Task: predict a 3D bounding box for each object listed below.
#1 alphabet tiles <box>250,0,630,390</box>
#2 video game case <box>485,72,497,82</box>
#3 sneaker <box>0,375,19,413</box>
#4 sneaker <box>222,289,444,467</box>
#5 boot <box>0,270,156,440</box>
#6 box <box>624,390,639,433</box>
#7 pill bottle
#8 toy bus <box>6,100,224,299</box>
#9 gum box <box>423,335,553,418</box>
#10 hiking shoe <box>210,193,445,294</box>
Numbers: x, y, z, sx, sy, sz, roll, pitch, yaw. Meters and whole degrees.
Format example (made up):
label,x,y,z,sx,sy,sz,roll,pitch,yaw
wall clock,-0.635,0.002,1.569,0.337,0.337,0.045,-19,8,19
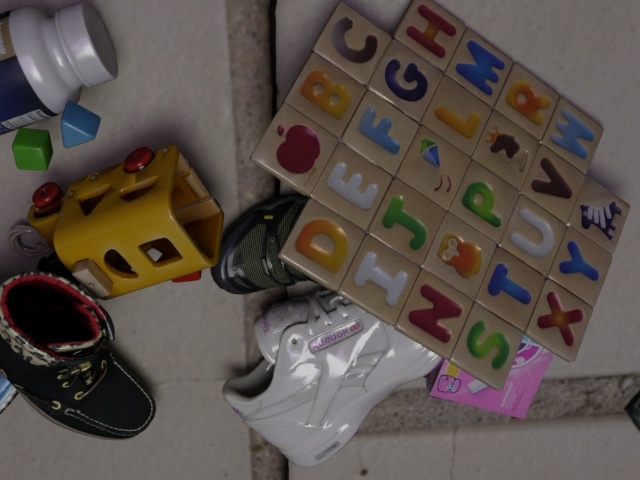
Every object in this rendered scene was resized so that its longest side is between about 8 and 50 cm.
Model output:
label,x,y,z,sx,sy,sz,roll,pitch,yaw
alphabet tiles,0.121,-0.049,0.667,0.342,0.011,0.285,32,71,-12
video game case,0.137,-0.095,0.737,0.087,0.011,0.122,-12,110,2
sneaker,-0.366,0.159,0.771,0.162,0.063,0.073,-34,104,7
sneaker,0.028,0.092,0.742,0.152,0.114,0.305,38,103,-16
boot,-0.225,0.114,0.694,0.236,0.178,0.085,43,59,-23
box,0.474,0.155,0.827,0.175,0.051,0.220,30,106,-13
pill bottle,-0.267,-0.145,0.650,0.169,0.094,0.094,-19,110,3
toy bus,-0.188,0.000,0.672,0.191,0.104,0.202,14,132,-15
gum box,0.184,0.088,0.778,0.107,0.062,0.188,15,108,-9
hiking shoe,0.000,0.000,0.708,0.226,0.114,0.086,-21,108,3
